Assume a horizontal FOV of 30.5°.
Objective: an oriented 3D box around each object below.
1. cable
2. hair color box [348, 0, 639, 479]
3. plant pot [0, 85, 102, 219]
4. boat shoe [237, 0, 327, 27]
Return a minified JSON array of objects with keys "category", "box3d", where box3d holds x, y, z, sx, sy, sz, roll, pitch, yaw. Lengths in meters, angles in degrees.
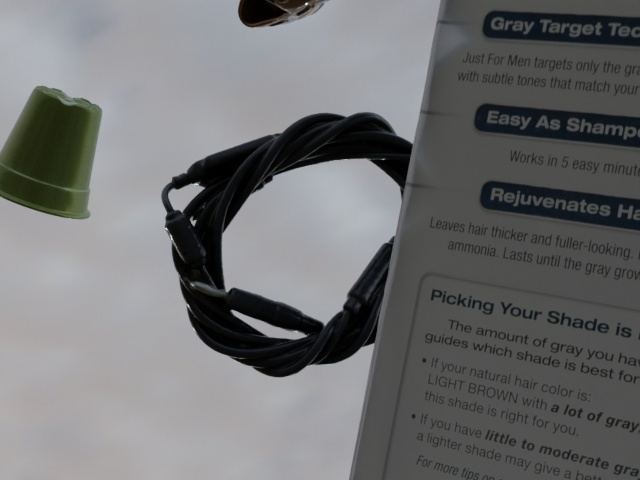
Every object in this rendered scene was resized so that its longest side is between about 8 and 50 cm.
[{"category":"cable","box3d":[0.000,0.000,0.737,0.184,0.151,0.047,-18,-8,-12]},{"category":"hair color box","box3d":[0.130,0.014,0.550,0.174,0.347,0.105,10,-2,31]},{"category":"plant pot","box3d":[-0.194,-0.067,0.849,0.083,0.083,0.079,19,-82,-14]},{"category":"boat shoe","box3d":[-0.020,-0.206,0.924,0.064,0.060,0.178,58,-20,-2]}]
